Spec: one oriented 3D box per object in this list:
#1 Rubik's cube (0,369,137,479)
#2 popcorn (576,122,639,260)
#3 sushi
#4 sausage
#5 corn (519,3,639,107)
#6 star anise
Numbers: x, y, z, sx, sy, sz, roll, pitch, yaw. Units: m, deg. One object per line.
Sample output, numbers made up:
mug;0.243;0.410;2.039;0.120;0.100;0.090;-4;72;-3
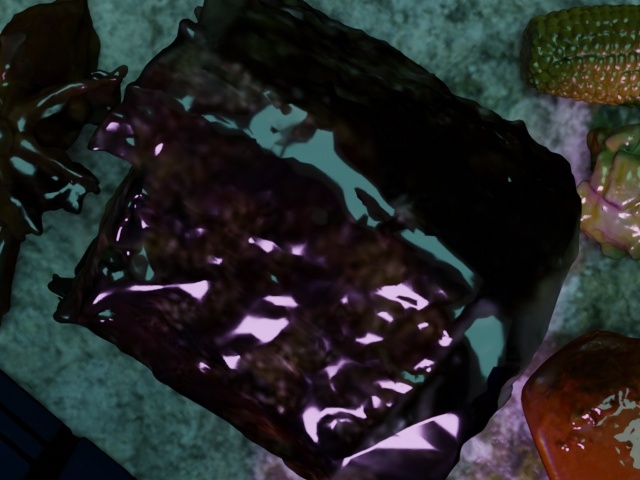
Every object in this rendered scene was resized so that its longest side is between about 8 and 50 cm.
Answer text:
Rubik's cube;-0.245;0.278;0.788;0.283;0.288;0.293;43;85;-5
popcorn;0.249;-0.040;0.934;0.097;0.089;0.109;-28;104;-40
sushi;-0.001;-0.002;0.801;0.294;0.299;0.281;30;102;-2
sausage;0.261;0.197;0.898;0.141;0.153;0.268;-27;93;6
corn;0.294;-0.145;0.932;0.260;0.091;0.091;1;112;-2
star anise;-0.262;-0.049;0.860;0.237;0.148;0.346;25;91;18
